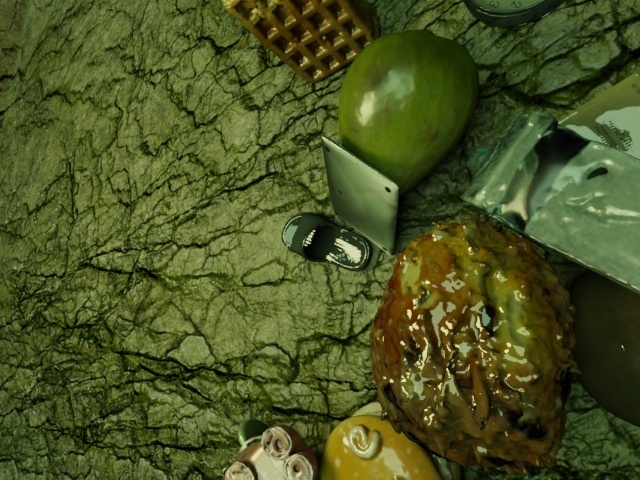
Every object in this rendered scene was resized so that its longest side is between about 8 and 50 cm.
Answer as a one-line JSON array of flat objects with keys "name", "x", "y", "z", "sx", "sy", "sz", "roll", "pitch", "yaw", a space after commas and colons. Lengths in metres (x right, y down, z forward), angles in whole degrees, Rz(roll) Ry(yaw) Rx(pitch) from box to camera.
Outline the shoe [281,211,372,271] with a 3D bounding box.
[{"name": "shoe", "x": 0.000, "y": 0.000, "z": 0.954, "sx": 0.241, "sy": 0.093, "sz": 0.108, "roll": 21, "pitch": 99, "yaw": 26}]

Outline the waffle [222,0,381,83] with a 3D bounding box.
[{"name": "waffle", "x": -0.028, "y": -0.480, "z": 0.860, "sx": 0.224, "sy": 0.328, "sz": 0.098, "roll": -19, "pitch": 74, "yaw": 28}]

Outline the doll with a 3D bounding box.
[{"name": "doll", "x": -0.088, "y": 0.506, "z": 0.890, "sx": 0.216, "sy": 0.268, "sz": 0.284, "roll": -42, "pitch": 69, "yaw": -2}]

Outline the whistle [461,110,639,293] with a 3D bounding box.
[{"name": "whistle", "x": 0.361, "y": -0.070, "z": 0.609, "sx": 0.188, "sy": 0.404, "sz": 0.168, "roll": 30, "pitch": 105, "yaw": -9}]

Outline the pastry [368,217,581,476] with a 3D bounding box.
[{"name": "pastry", "x": 0.226, "y": 0.182, "z": 0.646, "sx": 0.293, "sy": 0.337, "sz": 0.404, "roll": 12, "pitch": 130, "yaw": 0}]

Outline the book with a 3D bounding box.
[{"name": "book", "x": 0.493, "y": -0.164, "z": 0.730, "sx": 0.231, "sy": 0.026, "sz": 0.161, "roll": -33, "pitch": 73, "yaw": 24}]

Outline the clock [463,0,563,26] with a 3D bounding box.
[{"name": "clock", "x": 0.389, "y": -0.539, "z": 0.796, "sx": 0.226, "sy": 0.049, "sz": 0.225, "roll": -2, "pitch": 86, "yaw": 30}]

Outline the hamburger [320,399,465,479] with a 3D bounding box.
[{"name": "hamburger", "x": 0.146, "y": 0.474, "z": 0.798, "sx": 0.303, "sy": 0.186, "sz": 0.260, "roll": 26, "pitch": 100, "yaw": 25}]

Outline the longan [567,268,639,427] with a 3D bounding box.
[{"name": "longan", "x": 0.484, "y": 0.136, "z": 0.590, "sx": 0.258, "sy": 0.258, "sz": 0.257, "roll": -2, "pitch": 87, "yaw": 29}]

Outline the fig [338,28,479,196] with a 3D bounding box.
[{"name": "fig", "x": 0.154, "y": -0.233, "z": 0.797, "sx": 0.258, "sy": 0.258, "sz": 0.326, "roll": 28, "pitch": 111, "yaw": 27}]

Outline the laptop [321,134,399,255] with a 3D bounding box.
[{"name": "laptop", "x": 0.081, "y": -0.080, "z": 0.835, "sx": 0.188, "sy": 0.269, "sz": 0.015, "roll": 39, "pitch": 72, "yaw": 24}]
